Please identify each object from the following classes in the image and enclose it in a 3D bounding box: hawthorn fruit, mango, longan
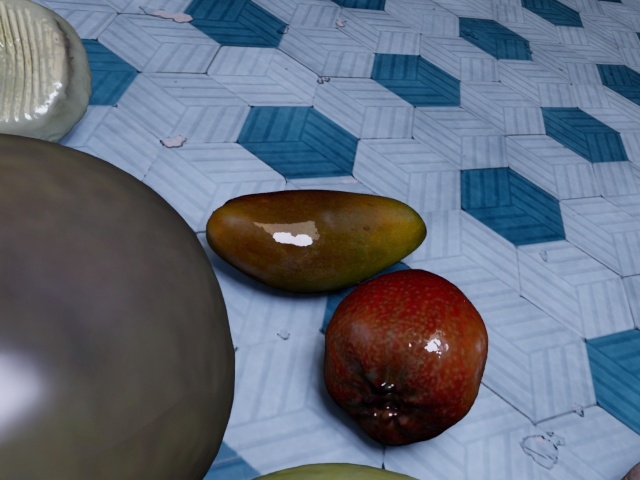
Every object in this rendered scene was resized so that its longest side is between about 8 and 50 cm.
[{"bbox_3d":[0.092,0.106,0.636,0.169,0.169,0.188,30,40,7],"label":"hawthorn fruit"},{"bbox_3d":[0.000,0.000,0.732,0.268,0.111,0.133,-2,33,-22],"label":"mango"},{"bbox_3d":[-0.225,0.095,0.395,0.361,0.360,0.360,12,45,-12],"label":"longan"}]

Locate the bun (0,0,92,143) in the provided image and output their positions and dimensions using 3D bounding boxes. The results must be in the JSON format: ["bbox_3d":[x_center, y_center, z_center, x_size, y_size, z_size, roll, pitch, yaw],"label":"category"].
[{"bbox_3d":[-0.387,-0.195,0.765,0.223,0.127,0.222,2,76,-10],"label":"bun"}]

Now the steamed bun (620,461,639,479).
[{"bbox_3d":[0.470,0.280,0.591,0.302,0.199,0.251,3,47,-18],"label":"steamed bun"}]

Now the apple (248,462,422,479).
[{"bbox_3d":[0.005,0.282,0.350,0.292,0.254,0.291,1,46,-1],"label":"apple"}]
